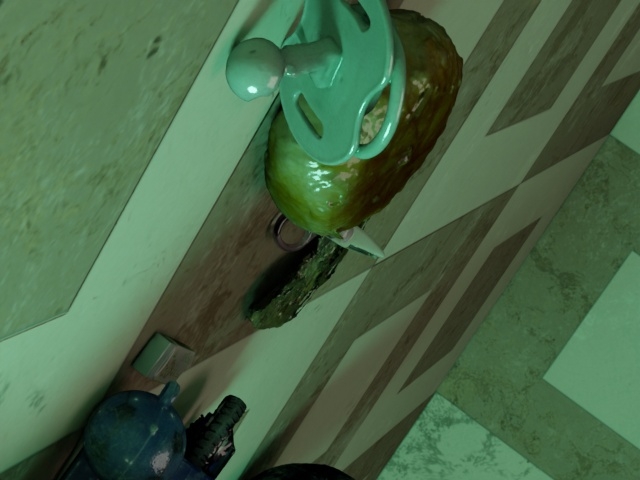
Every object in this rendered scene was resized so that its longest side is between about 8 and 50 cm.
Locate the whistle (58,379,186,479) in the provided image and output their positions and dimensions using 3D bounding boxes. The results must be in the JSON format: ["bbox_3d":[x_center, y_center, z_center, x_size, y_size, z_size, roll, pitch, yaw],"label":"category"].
[{"bbox_3d":[-0.160,0.176,1.261,0.158,0.090,0.090,-55,168,9],"label":"whistle"}]

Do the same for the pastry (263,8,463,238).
[{"bbox_3d":[0.033,-0.088,1.233,0.182,0.093,0.192,-44,165,-28],"label":"pastry"}]

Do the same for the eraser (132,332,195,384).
[{"bbox_3d":[-0.130,0.100,1.309,0.038,0.019,0.083,-52,168,-2],"label":"eraser"}]

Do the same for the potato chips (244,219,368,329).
[{"bbox_3d":[0.004,0.002,1.519,0.220,0.029,0.202,-50,168,-18],"label":"potato chips"}]

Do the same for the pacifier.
[{"bbox_3d":[-0.006,-0.110,1.033,0.116,0.127,0.150,-12,151,-35],"label":"pacifier"}]

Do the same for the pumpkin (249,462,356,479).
[{"bbox_3d":[-0.016,0.443,2.006,0.315,0.315,0.238,-40,169,-46],"label":"pumpkin"}]

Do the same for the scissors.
[{"bbox_3d":[0.016,-0.011,1.435,0.085,0.022,0.176,-58,148,0],"label":"scissors"}]

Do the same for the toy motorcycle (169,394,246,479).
[{"bbox_3d":[-0.163,0.268,1.457,0.315,0.113,0.169,-54,-179,-41],"label":"toy motorcycle"}]
